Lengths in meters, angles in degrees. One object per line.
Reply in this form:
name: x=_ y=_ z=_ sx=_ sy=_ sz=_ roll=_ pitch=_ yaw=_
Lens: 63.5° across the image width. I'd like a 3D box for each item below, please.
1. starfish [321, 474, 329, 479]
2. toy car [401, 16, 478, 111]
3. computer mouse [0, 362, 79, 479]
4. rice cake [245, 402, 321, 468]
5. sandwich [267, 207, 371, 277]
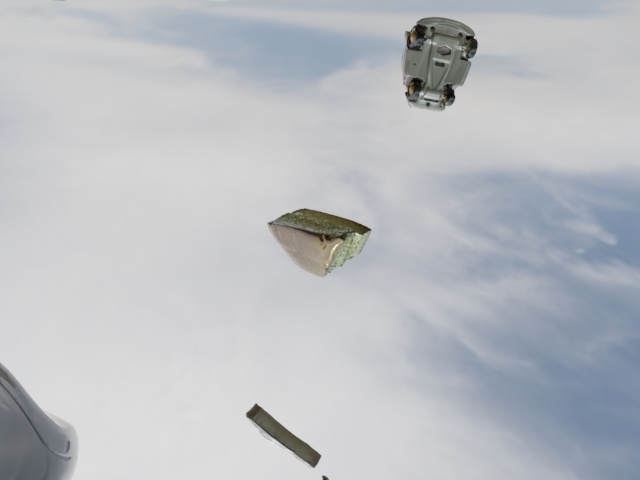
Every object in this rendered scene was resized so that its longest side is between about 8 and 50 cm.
starfish: x=-0.005 y=0.439 z=0.699 sx=0.053 sy=0.176 sz=0.208 roll=-11 pitch=-158 yaw=32
toy car: x=0.176 y=-0.288 z=0.849 sx=0.112 sy=0.139 sz=0.112 roll=7 pitch=-161 yaw=-14
computer mouse: x=-0.323 y=0.208 z=0.453 sx=0.121 sy=0.297 sz=0.184 roll=35 pitch=-121 yaw=25
rice cake: x=-0.085 y=0.452 z=1.194 sx=0.206 sy=0.036 sz=0.047 roll=39 pitch=-127 yaw=-6
sandwich: x=0.000 y=0.000 z=0.975 sx=0.094 sy=0.096 sz=0.258 roll=-31 pitch=-154 yaw=-24
